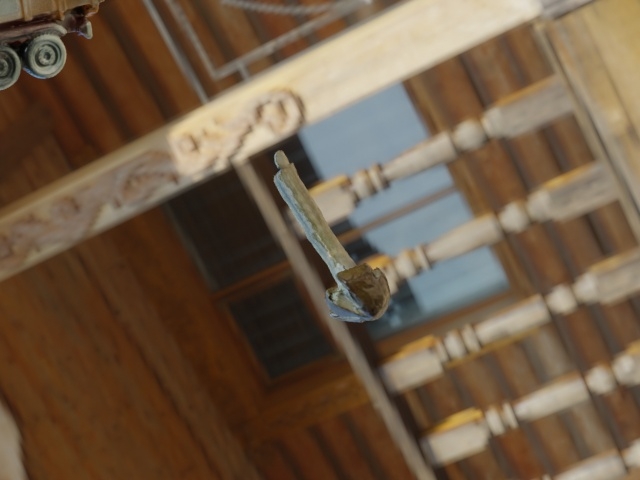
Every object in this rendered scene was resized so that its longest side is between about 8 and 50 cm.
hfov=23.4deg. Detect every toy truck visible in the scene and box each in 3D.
[{"bbox_3d":[-0.327,-0.199,1.352,0.114,0.270,0.135,28,129,51],"label":"toy truck"}]

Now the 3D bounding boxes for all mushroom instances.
[{"bbox_3d":[0.000,0.000,1.475,0.187,0.061,0.060,55,159,10],"label":"mushroom"}]
